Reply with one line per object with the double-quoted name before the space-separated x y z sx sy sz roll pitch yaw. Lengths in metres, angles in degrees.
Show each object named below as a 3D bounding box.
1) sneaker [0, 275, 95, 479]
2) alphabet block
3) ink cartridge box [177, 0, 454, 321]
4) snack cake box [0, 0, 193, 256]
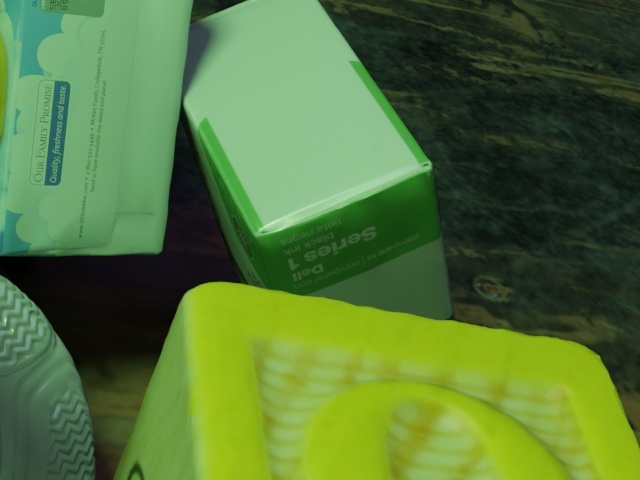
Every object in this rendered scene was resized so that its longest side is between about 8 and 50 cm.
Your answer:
"sneaker" -0.216 0.045 0.588 0.101 0.153 0.268 -39 104 -36
"alphabet block" 0.016 0.159 0.492 0.193 0.197 0.192 9 37 -20
"ink cartridge box" 0.000 0.000 0.669 0.093 0.219 0.160 -23 49 -8
"snack cake box" -0.169 -0.099 0.676 0.089 0.152 0.264 -1 16 -32
